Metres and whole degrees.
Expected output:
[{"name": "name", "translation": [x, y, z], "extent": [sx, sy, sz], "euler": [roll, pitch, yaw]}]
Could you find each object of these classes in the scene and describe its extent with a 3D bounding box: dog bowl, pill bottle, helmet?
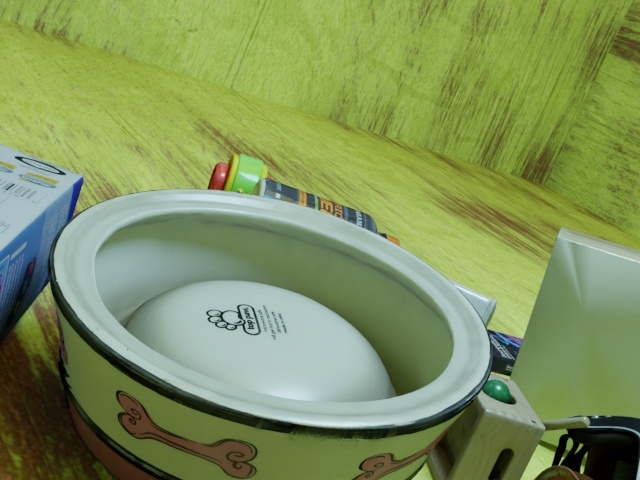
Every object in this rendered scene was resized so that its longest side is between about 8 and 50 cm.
[{"name": "dog bowl", "translation": [-0.055, 0.104, 0.876], "extent": [0.408, 0.150, 0.408], "euler": [14, 25, -6]}, {"name": "pill bottle", "translation": [0.000, 0.000, 1.461], "extent": [0.245, 0.130, 0.130], "euler": [19, 15, -14]}, {"name": "helmet", "translation": [0.322, 0.260, 0.953], "extent": [0.169, 0.169, 0.161], "euler": [7, 4, -45]}]

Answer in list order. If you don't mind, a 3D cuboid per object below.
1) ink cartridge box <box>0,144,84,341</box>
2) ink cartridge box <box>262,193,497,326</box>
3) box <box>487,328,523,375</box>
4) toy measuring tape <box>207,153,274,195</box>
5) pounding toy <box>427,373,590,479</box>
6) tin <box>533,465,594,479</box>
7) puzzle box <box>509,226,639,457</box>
[{"name": "ink cartridge box", "translation": [-0.404, -0.020, 0.914], "extent": [0.270, 0.151, 0.395], "euler": [21, 16, -7]}, {"name": "ink cartridge box", "translation": [0.059, 0.073, 1.199], "extent": [0.307, 0.129, 0.223], "euler": [25, -2, 13]}, {"name": "box", "translation": [0.300, 0.179, 1.459], "extent": [0.162, 0.029, 0.116], "euler": [15, 16, -21]}, {"name": "toy measuring tape", "translation": [-0.145, -0.112, 1.679], "extent": [0.121, 0.121, 0.330], "euler": [19, 15, -13]}, {"name": "pounding toy", "translation": [0.191, 0.206, 0.990], "extent": [0.100, 0.141, 0.130], "euler": [19, 15, -13]}, {"name": "tin", "translation": [0.237, 0.286, 0.851], "extent": [0.040, 0.106, 0.190], "euler": [26, 14, -18]}, {"name": "puzzle box", "translation": [0.447, 0.173, 1.132], "extent": [0.409, 0.272, 0.052], "euler": [19, 21, 14]}]
